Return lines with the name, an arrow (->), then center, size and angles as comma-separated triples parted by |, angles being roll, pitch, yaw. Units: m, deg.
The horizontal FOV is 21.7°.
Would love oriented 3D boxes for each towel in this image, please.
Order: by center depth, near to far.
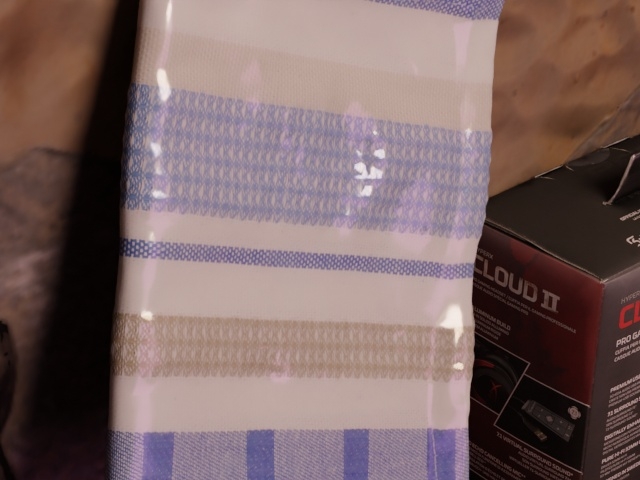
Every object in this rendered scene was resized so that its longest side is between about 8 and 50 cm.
towel -> 0.000, 0.000, 0.746 | 0.209, 0.034, 0.285 | 4, 91, -41

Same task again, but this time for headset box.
headset box -> 0.185, 0.069, 0.990 | 0.218, 0.110, 0.293 | -22, 126, -37
